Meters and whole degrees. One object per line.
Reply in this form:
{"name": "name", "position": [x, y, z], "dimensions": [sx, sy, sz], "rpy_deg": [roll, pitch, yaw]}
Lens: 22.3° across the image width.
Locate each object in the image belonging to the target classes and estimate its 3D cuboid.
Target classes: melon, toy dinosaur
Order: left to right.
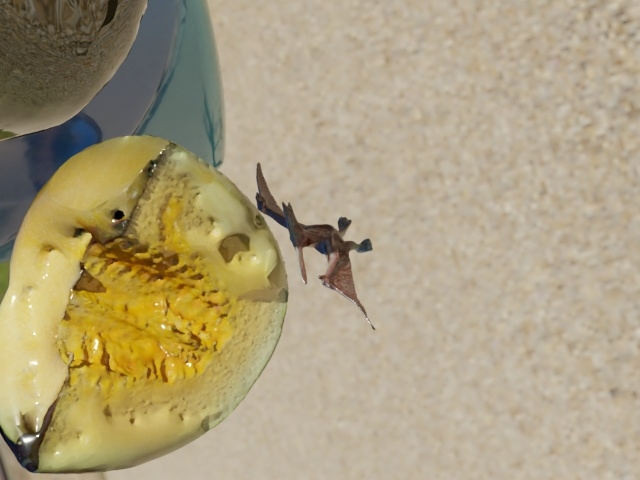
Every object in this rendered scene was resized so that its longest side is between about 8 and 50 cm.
{"name": "melon", "position": [-0.086, 0.032, 0.764], "dimensions": [0.079, 0.128, 0.160], "rpy_deg": [27, 95, 56]}
{"name": "toy dinosaur", "position": [-0.001, 0.001, 1.482], "dimensions": [0.032, 0.108, 0.220], "rpy_deg": [-54, 55, 22]}

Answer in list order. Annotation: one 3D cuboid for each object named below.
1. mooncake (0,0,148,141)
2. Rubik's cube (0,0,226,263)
{"name": "mooncake", "position": [-0.224, -0.214, 0.811], "dimensions": [0.351, 0.187, 0.351], "rpy_deg": [-5, -90, -68]}
{"name": "Rubik's cube", "position": [-0.291, -0.206, 1.337], "dimensions": [0.351, 0.352, 0.347], "rpy_deg": [81, 167, -62]}
